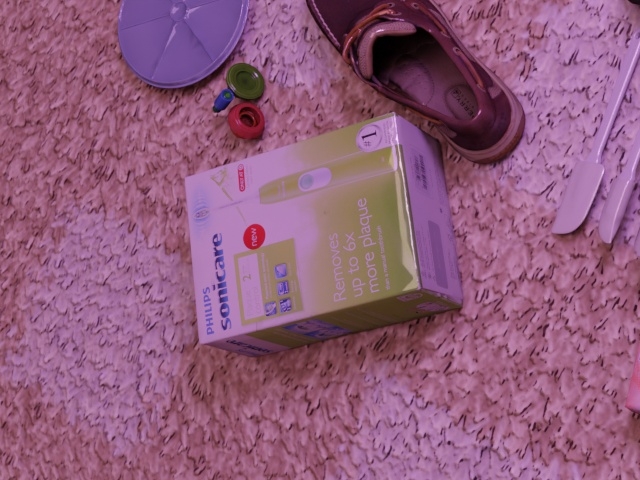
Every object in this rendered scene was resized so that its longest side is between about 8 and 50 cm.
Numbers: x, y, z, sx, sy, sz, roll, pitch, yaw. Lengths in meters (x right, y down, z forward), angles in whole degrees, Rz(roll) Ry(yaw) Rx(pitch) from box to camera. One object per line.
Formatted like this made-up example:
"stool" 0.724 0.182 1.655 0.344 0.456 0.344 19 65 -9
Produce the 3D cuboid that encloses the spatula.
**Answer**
"spatula" 0.339 -0.105 1.510 0.168 0.019 0.242 18 86 59

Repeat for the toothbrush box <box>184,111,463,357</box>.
"toothbrush box" 0.000 0.000 1.648 0.283 0.122 0.206 -15 71 28

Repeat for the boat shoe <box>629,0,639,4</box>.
"boat shoe" 0.378 -0.359 1.541 0.081 0.069 0.227 23 89 -9

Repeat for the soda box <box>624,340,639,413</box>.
"soda box" 0.361 0.090 1.457 0.063 0.058 0.183 11 85 31

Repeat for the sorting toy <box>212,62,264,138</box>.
"sorting toy" -0.102 -0.167 1.790 0.042 0.061 0.102 -42 47 54

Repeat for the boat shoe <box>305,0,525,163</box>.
"boat shoe" 0.088 -0.222 1.646 0.123 0.123 0.342 -47 61 12

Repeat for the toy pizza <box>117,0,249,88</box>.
"toy pizza" -0.174 -0.290 1.865 0.201 0.032 0.201 -7 75 27
